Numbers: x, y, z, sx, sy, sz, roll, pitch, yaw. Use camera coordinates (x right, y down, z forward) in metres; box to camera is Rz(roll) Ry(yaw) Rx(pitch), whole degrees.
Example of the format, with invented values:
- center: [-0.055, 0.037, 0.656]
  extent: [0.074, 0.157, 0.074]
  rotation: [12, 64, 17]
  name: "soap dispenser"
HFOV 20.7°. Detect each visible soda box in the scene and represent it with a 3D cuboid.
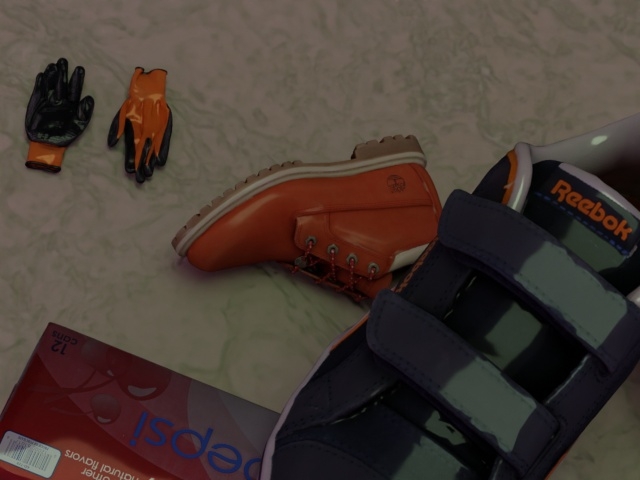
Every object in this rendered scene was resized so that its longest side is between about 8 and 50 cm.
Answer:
- center: [-0.032, 0.139, 0.860]
  extent: [0.263, 0.092, 0.083]
  rotation: [22, 57, 0]
  name: "soda box"

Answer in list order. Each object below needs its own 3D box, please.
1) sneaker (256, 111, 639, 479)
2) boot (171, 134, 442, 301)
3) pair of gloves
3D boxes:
- center: [0.086, 0.042, 0.828]
  extent: [0.126, 0.127, 0.321]
  rotation: [37, 54, 11]
  name: "sneaker"
- center: [0.000, 0.000, 0.964]
  extent: [0.157, 0.059, 0.085]
  rotation: [-16, 72, -20]
  name: "boot"
- center: [-0.126, -0.068, 0.999]
  extent: [0.083, 0.010, 0.074]
  rotation: [6, 63, -6]
  name: "pair of gloves"
